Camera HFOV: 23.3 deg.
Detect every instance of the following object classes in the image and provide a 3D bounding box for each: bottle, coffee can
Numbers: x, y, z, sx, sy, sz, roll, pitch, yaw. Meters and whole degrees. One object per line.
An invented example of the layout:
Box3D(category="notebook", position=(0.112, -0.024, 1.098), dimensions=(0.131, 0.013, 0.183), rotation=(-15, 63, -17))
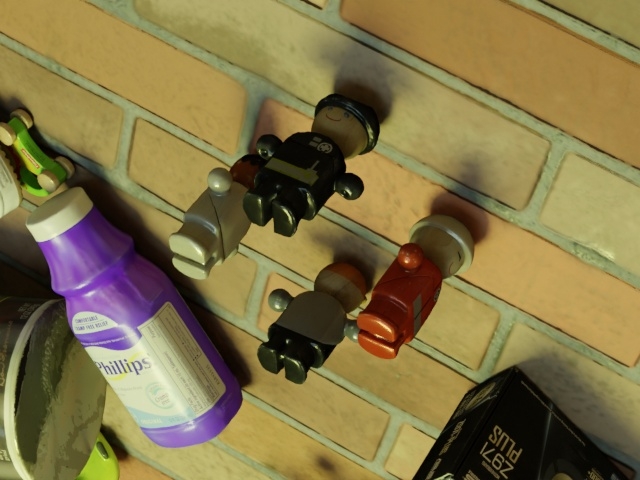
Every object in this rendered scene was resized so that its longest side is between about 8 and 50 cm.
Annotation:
Box3D(category="bottle", position=(-0.191, 0.078, 1.553), dimensions=(0.118, 0.092, 0.283), rotation=(-11, 119, 42))
Box3D(category="coffee can", position=(-0.393, 0.152, 1.644), dimensions=(0.275, 0.201, 0.202), rotation=(3, 128, 19))

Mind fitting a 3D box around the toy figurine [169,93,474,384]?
Box3D(category="toy figurine", position=(0.000, 0.000, 1.325), dimensions=(0.213, 0.148, 0.209), rotation=(48, 143, -13))

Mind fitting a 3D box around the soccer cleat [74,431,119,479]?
Box3D(category="soccer cleat", position=(-0.357, 0.218, 1.816), dimensions=(0.289, 0.093, 0.121), rotation=(24, 166, 10))

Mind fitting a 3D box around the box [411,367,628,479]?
Box3D(category="box", position=(0.183, 0.231, 1.385), dimensions=(0.180, 0.147, 0.077), rotation=(46, 138, -7))

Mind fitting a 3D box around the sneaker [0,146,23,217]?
Box3D(category="sneaker", position=(-0.423, -0.113, 1.484), dimensions=(0.282, 0.153, 0.099), rotation=(56, 150, -8))

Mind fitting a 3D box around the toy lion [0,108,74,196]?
Box3D(category="toy lion", position=(-0.304, -0.083, 1.542), dimensions=(0.100, 0.034, 0.096), rotation=(49, 144, -11))
